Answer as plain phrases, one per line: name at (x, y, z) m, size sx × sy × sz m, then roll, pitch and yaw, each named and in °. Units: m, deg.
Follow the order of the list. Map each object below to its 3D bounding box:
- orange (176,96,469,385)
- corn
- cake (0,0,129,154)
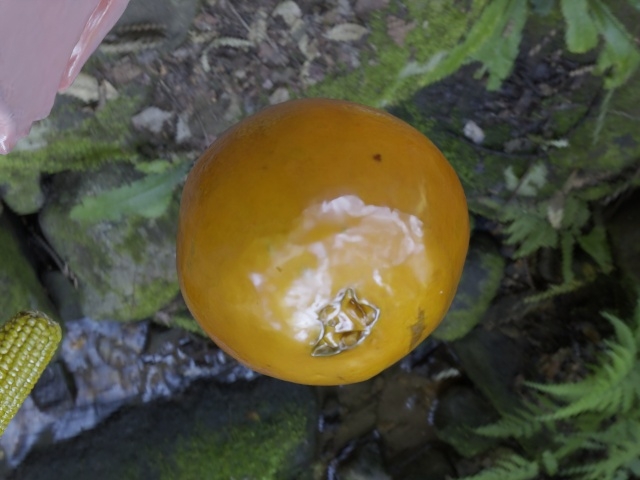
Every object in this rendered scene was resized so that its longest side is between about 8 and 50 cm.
orange at (0.000, 0.000, 1.145) m, size 0.312 × 0.312 × 0.312 m, roll -7°, pitch 114°, yaw -16°
corn at (-0.409, 0.195, 1.353) m, size 0.081 × 0.081 × 0.248 m, roll 39°, pitch 77°, yaw -28°
cake at (-0.261, -0.278, 0.655) m, size 0.307 × 0.314 × 0.293 m, roll 27°, pitch 66°, yaw 12°
